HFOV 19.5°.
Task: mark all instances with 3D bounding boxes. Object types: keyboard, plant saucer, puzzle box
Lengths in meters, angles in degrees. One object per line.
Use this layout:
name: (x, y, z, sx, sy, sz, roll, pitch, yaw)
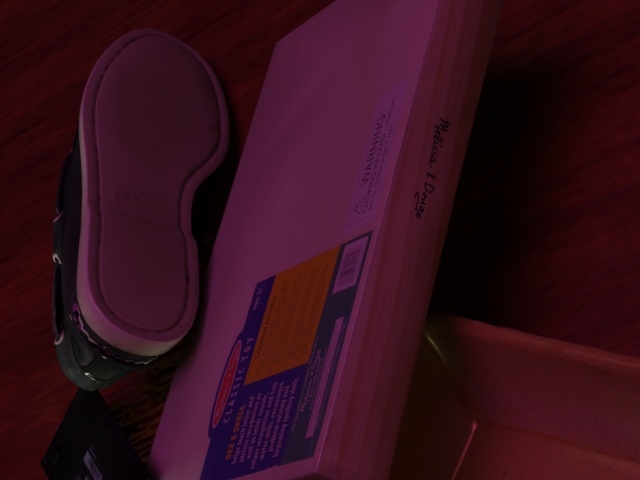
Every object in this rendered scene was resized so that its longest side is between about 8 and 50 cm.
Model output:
keyboard: (-0.164, 0.181, 1.342, 0.108, 0.023, 0.180, -62, 28, 9)
plant saucer: (0.134, 0.229, 1.091, 0.333, 0.081, 0.333, 11, 70, 40)
puzzle box: (0.000, 0.000, 1.280, 0.272, 0.052, 0.409, -25, 45, 57)

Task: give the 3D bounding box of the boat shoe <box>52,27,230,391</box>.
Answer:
boat shoe: (-0.147, -0.023, 1.439, 0.113, 0.127, 0.340, -52, 30, 39)
